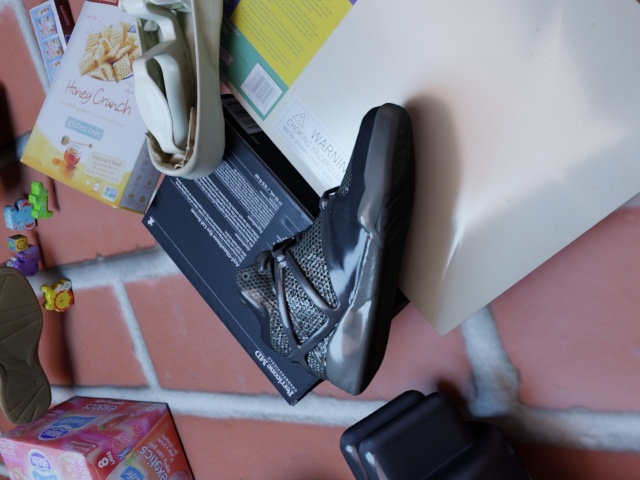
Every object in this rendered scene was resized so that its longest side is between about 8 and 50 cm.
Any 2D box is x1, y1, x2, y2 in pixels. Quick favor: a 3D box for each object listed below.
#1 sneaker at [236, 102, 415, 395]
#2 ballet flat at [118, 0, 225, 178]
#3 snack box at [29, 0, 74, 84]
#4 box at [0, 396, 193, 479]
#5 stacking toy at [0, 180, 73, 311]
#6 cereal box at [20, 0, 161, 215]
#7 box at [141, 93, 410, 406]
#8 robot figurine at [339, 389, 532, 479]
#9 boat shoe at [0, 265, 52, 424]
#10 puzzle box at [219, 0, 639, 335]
[{"bbox_3d":[0.000,0.000,0.497,0.130,0.087,0.227,17,113,18],"label":"sneaker"},{"bbox_3d":[-0.125,-0.170,0.530,0.086,0.086,0.248,8,110,37],"label":"ballet flat"},{"bbox_3d":[-0.338,-0.223,0.849,0.064,0.022,0.178,0,108,40],"label":"snack box"},{"bbox_3d":[-0.368,0.352,1.021,0.300,0.154,0.142,-9,102,42],"label":"box"},{"bbox_3d":[-0.481,-0.005,1.040,0.167,0.052,0.221,16,115,32],"label":"stacking toy"},{"bbox_3d":[-0.214,-0.166,0.684,0.173,0.047,0.240,22,91,30],"label":"cereal box"},{"bbox_3d":[-0.042,0.004,0.647,0.261,0.103,0.184,49,126,13],"label":"box"},{"bbox_3d":[0.131,0.276,0.575,0.174,0.209,0.278,-30,87,21],"label":"robot figurine"},{"bbox_3d":[-0.507,0.165,1.026,0.089,0.105,0.285,26,122,41],"label":"boat shoe"},{"bbox_3d":[0.061,-0.157,0.500,0.409,0.052,0.272,50,125,8],"label":"puzzle box"}]
